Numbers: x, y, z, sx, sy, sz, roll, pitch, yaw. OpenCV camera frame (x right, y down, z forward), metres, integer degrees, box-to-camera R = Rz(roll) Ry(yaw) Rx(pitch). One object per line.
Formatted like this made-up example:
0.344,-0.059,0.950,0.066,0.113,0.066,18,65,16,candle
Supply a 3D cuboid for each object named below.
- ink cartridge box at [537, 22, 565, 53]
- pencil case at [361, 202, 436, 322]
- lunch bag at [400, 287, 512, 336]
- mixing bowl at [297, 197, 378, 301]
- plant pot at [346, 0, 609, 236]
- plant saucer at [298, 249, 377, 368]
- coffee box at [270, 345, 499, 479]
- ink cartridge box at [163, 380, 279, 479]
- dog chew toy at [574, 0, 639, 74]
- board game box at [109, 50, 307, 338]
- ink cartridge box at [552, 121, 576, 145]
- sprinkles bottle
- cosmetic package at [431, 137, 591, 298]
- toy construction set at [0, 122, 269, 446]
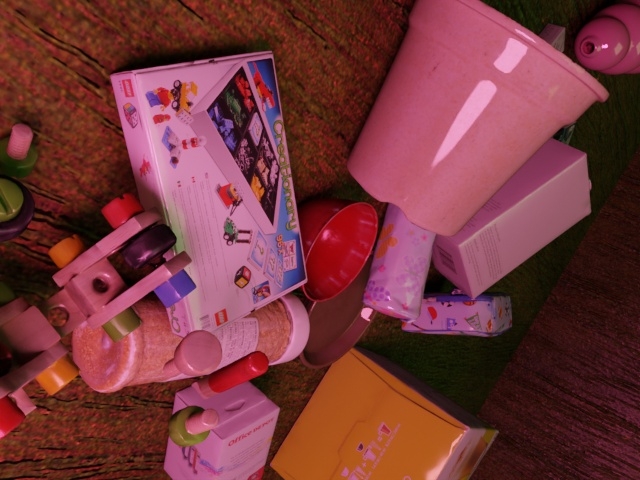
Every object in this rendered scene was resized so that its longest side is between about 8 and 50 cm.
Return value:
0.496,-0.398,1.369,0.207,0.046,0.097,-50,146,-14,ink cartridge box
0.169,0.017,1.142,0.124,0.113,0.273,22,81,-31,pencil case
0.342,0.183,1.496,0.303,0.243,0.114,12,78,-56,lunch bag
0.000,0.000,0.965,0.181,0.098,0.181,-35,141,-34,mixing bowl
0.208,-0.189,0.930,0.334,0.334,0.305,2,127,-55,plant pot
0.043,0.136,1.202,0.278,0.041,0.277,-35,142,-33,plant saucer
0.159,0.488,1.383,0.337,0.338,0.334,-58,149,-1,coffee box
-0.168,0.333,0.989,0.128,0.127,0.176,-16,129,-48,ink cartridge box
0.788,-0.527,1.534,0.332,0.207,0.206,-23,135,-33,dog chew toy
-0.116,-0.057,0.698,0.193,0.053,0.305,-25,115,-42,board game box
0.655,-0.196,1.757,0.165,0.065,0.332,-31,140,-38,ink cartridge box
-0.161,0.131,0.829,0.355,0.121,0.121,6,111,-56,sprinkles bottle
0.431,-0.060,1.353,0.366,0.155,0.196,-34,131,-10,cosmetic package
-0.240,0.104,0.582,0.237,0.309,0.257,-35,-150,47,toy construction set
